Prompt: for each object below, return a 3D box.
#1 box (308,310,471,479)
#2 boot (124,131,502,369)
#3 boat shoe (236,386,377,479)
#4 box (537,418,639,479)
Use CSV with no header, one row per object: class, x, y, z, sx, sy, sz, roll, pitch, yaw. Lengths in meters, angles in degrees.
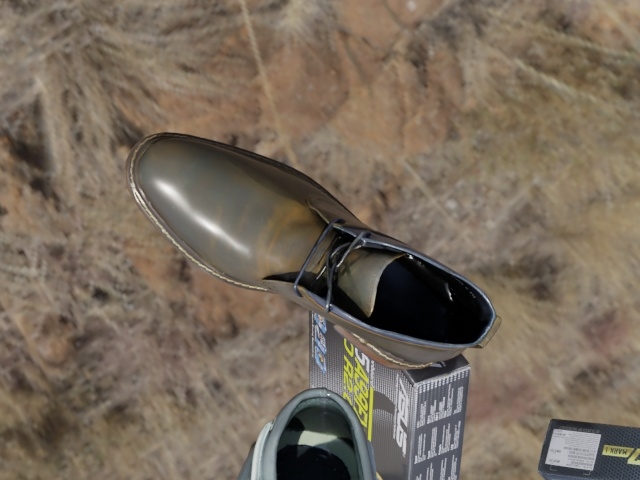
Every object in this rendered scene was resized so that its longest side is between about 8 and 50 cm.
box,0.059,0.155,1.280,0.060,0.216,0.270,-17,133,-19
boot,0.000,0.000,0.724,0.219,0.106,0.082,30,76,-16
boat shoe,-0.022,0.221,0.747,0.116,0.319,0.099,11,133,-1
box,0.334,0.230,1.177,0.183,0.232,0.059,47,55,-47
